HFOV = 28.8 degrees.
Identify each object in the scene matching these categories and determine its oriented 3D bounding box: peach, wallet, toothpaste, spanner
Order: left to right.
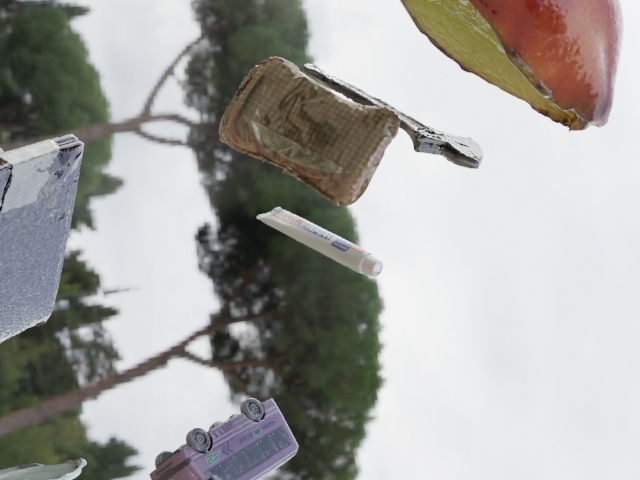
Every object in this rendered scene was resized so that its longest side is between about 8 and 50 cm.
[{"bbox_3d":[-0.366,0.016,1.438,0.071,0.221,0.262,26,-67,19],"label":"wallet"},{"bbox_3d":[0.000,0.000,1.798,0.218,0.052,0.033,27,-54,34],"label":"toothpaste"},{"bbox_3d":[0.088,-0.169,1.634,0.325,0.093,0.026,36,-61,37],"label":"spanner"},{"bbox_3d":[0.249,-0.300,1.509,0.361,0.201,0.258,43,-3,17],"label":"peach"}]

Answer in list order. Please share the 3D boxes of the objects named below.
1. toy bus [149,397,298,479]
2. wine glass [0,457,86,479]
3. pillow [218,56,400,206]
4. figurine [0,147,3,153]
[{"bbox_3d":[-0.113,0.263,1.504,0.087,0.178,0.098,-39,-100,39],"label":"toy bus"},{"bbox_3d":[-0.221,0.275,1.011,0.122,0.122,0.183,178,-96,-67],"label":"wine glass"},{"bbox_3d":[-0.018,-0.136,1.527,0.135,0.211,0.034,-61,162,-4],"label":"pillow"},{"bbox_3d":[-0.522,-0.039,1.800,0.271,0.143,0.143,-61,-139,34],"label":"figurine"}]
